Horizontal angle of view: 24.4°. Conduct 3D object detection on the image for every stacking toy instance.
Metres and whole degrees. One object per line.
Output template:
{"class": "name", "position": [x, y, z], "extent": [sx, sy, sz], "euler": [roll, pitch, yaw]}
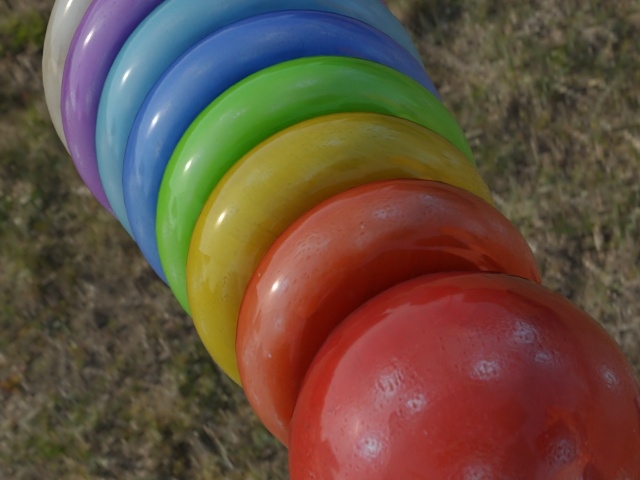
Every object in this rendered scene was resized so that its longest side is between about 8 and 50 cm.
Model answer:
{"class": "stacking toy", "position": [0.000, 0.000, 0.466], "extent": [0.141, 0.141, 0.330], "euler": [-27, 33, -2]}
